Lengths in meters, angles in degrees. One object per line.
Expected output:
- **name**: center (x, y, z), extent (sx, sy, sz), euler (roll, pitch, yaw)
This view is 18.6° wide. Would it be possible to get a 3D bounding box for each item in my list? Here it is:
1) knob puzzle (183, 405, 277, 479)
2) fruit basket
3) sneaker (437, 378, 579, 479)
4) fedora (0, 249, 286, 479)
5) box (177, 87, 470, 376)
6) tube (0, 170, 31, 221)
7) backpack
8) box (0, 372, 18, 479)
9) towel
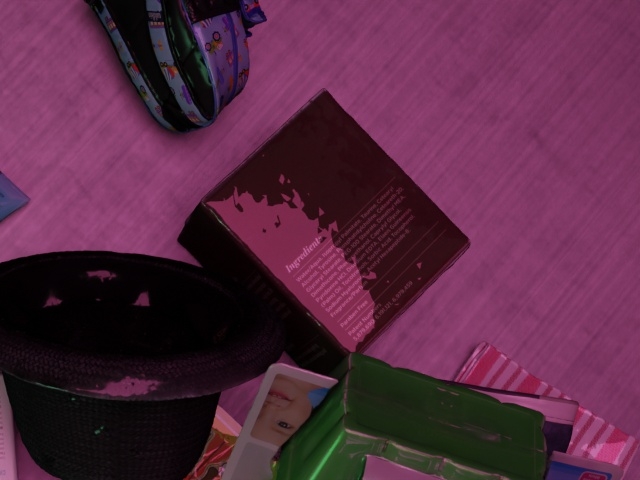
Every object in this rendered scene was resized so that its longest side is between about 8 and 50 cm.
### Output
- **knob puzzle**: center (-0.140, 0.243, 1.842), extent (0.213, 0.030, 0.213), euler (2, 79, -12)
- **fruit basket**: center (0.053, 0.286, 1.743), extent (0.327, 0.165, 0.353), euler (19, 119, -8)
- **sneaker**: center (0.122, 0.212, 1.851), extent (0.226, 0.086, 0.163), euler (11, 88, -4)
- **fedora**: center (-0.187, 0.123, 1.743), extent (0.334, 0.334, 0.152), euler (2, 106, -12)
- **box**: center (0.000, 0.000, 1.848), extent (0.167, 0.168, 0.203), euler (-44, 91, -16)
- **tube**: center (-0.372, 0.000, 1.834), extent (0.080, 0.052, 0.207), euler (46, 69, -5)
- **backpack**: center (-0.126, -0.197, 1.872), extent (0.117, 0.158, 0.173), euler (-27, 99, -33)
- **box**: center (-0.324, 0.248, 1.786), extent (0.100, 0.060, 0.244), euler (-4, 80, -13)
- **towel**: center (0.204, 0.207, 1.923), extent (0.197, 0.029, 0.144), euler (33, 75, -4)
